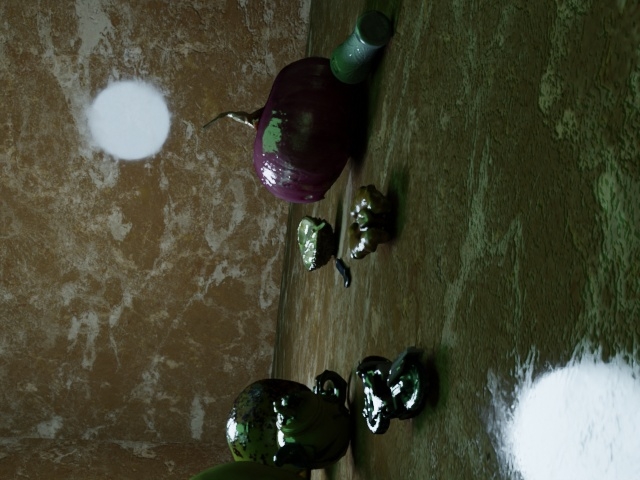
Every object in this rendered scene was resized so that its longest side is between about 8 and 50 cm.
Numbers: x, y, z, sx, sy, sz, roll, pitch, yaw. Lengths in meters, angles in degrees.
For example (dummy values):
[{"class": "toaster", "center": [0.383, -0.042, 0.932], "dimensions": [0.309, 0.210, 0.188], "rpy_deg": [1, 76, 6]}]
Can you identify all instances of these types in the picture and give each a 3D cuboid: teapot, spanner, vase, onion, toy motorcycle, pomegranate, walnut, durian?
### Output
[{"class": "teapot", "center": [-0.023, 0.391, 1.663], "dimensions": [0.182, 0.173, 0.269], "rpy_deg": [56, -131, -30]}, {"class": "spanner", "center": [0.055, 0.078, 1.899], "dimensions": [0.208, 0.012, 0.046], "rpy_deg": [-124, 37, -78]}, {"class": "vase", "center": [0.088, -0.410, 1.598], "dimensions": [0.219, 0.096, 0.096], "rpy_deg": [151, 123, -78]}, {"class": "onion", "center": [-0.052, -0.283, 1.837], "dimensions": [0.358, 0.345, 0.358], "rpy_deg": [-42, 25, 24]}, {"class": "toy motorcycle", "center": [0.112, 0.215, 1.142], "dimensions": [0.213, 0.082, 0.122], "rpy_deg": [123, 140, -59]}, {"class": "pomegranate", "center": [-0.084, 0.491, 1.980], "dimensions": [0.341, 0.285, 0.284], "rpy_deg": [-14, 69, 47]}, {"class": "walnut", "center": [0.095, -0.033, 1.428], "dimensions": [0.170, 0.069, 0.142], "rpy_deg": [-168, 83, -81]}, {"class": "durian", "center": [0.000, 0.000, 2.078], "dimensions": [0.188, 0.091, 0.148], "rpy_deg": [111, 149, -56]}]

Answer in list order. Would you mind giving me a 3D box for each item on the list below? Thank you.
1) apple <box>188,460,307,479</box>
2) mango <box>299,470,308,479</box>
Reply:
[{"class": "apple", "center": [-0.143, 0.694, 1.525], "dimensions": [0.473, 0.474, 0.473], "rpy_deg": [-176, 90, -83]}, {"class": "mango", "center": [-0.085, 0.729, 2.357], "dimensions": [0.137, 0.098, 0.195], "rpy_deg": [-112, 19, -68]}]
